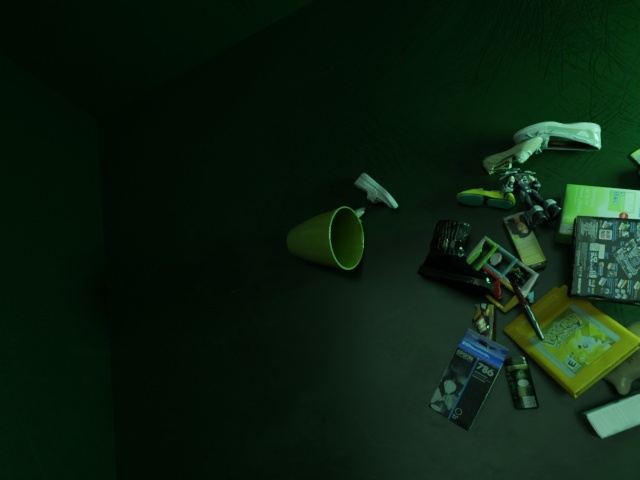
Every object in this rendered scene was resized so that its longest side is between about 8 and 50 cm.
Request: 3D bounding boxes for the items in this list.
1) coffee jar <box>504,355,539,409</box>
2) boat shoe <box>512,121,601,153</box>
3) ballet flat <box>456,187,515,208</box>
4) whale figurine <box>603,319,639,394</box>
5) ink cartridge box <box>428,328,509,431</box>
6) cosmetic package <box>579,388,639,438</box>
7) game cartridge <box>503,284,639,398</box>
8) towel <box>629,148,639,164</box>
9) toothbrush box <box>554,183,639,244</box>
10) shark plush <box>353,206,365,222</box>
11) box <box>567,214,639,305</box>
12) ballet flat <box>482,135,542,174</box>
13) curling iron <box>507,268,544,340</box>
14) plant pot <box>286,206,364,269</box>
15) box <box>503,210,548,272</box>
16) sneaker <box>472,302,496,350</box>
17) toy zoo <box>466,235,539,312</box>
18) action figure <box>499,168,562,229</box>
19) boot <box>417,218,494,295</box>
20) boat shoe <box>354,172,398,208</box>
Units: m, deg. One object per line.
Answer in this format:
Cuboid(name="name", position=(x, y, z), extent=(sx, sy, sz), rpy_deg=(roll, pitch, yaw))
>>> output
Cuboid(name="coffee jar", position=(0.717, 0.507, 1.500), extent=(0.079, 0.096, 0.184), rpy_deg=(-10, 67, 15))
Cuboid(name="boat shoe", position=(0.968, -0.414, 1.724), extent=(0.321, 0.118, 0.102), rpy_deg=(3, 68, 15))
Cuboid(name="ballet flat", position=(0.701, -0.185, 1.776), extent=(0.231, 0.077, 0.077), rpy_deg=(10, 54, 21))
Cuboid(name="whale figurine", position=(1.076, 0.394, 1.390), extent=(0.271, 0.141, 0.216), rpy_deg=(-58, 21, 14))
Cuboid(name="ink cartridge box", position=(0.545, 0.511, 1.549), extent=(0.166, 0.065, 0.332), rpy_deg=(25, 94, 28))
Cuboid(name="cosmetic package", position=(0.988, 0.560, 1.365), extent=(0.231, 0.117, 0.085), rpy_deg=(-29, 64, 9))
Cuboid(name="game cartridge", position=(0.862, 0.335, 1.464), extent=(0.285, 0.052, 0.323), rpy_deg=(-41, 40, 4))
Cuboid(name="towel", position=(1.262, -0.319, 1.632), extent=(0.060, 0.009, 0.083), rpy_deg=(-34, 62, 8))
Cuboid(name="toothbrush box", position=(1.055, -0.082, 1.566), extent=(0.284, 0.122, 0.206), rpy_deg=(11, 77, 23))
Cuboid(name="shark plush", position=(0.138, -0.114, 1.992), extent=(0.161, 0.073, 0.067), rpy_deg=(-19, 44, 36))
Cuboid(name="box", position=(1.027, 0.069, 1.434), extent=(0.294, 0.073, 0.295), rpy_deg=(5, 83, 23))
Cuboid(name="ballet flat", position=(0.804, -0.345, 1.749), extent=(0.249, 0.086, 0.086), rpy_deg=(-23, 61, 43))
Cuboid(name="curling iron", position=(0.748, 0.231, 1.529), extent=(0.035, 0.068, 0.273), rpy_deg=(-9, 67, -6))
Cuboid(name="plant pot", position=(0.000, 0.000, 1.891), extent=(0.294, 0.275, 0.274), rpy_deg=(-5, 69, 36))
Cuboid(name="box", position=(0.810, 0.006, 1.665), extent=(0.088, 0.058, 0.232), rpy_deg=(-21, 66, 14))
Cuboid(name="sneaker", position=(0.629, 0.336, 1.620), extent=(0.084, 0.070, 0.185), rpy_deg=(-1, 70, 38))
Cuboid(name="toy zoo", position=(0.703, 0.143, 1.637), extent=(0.293, 0.030, 0.192), rpy_deg=(45, 106, 32))
Cuboid(name="action figure", position=(0.820, -0.186, 1.671), extent=(0.186, 0.099, 0.284), rpy_deg=(-11, 55, -9))
Cuboid(name="boot", position=(0.556, 0.054, 1.653), extent=(0.348, 0.131, 0.260), rpy_deg=(18, 78, 51))
Cuboid(name="boat shoe", position=(0.256, -0.214, 1.951), extent=(0.084, 0.095, 0.258), rpy_deg=(-46, 52, 6))
